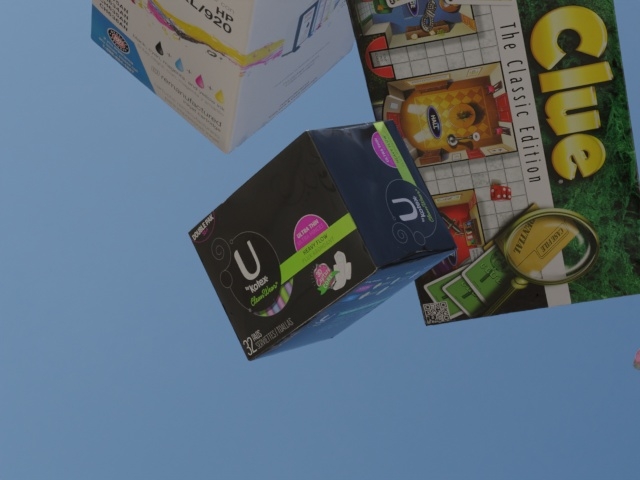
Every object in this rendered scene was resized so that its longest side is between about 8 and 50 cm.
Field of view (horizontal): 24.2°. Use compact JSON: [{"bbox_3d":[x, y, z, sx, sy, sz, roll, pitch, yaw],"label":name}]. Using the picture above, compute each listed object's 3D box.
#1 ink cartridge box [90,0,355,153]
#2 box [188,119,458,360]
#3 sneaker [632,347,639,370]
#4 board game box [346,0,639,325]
[{"bbox_3d":[-0.068,-0.225,1.198,0.171,0.168,0.232,41,-27,13],"label":"ink cartridge box"},{"bbox_3d":[0.000,0.000,0.590,0.083,0.052,0.062,-39,-108,41],"label":"box"},{"bbox_3d":[0.237,0.170,0.684,0.131,0.112,0.319,-19,-105,34],"label":"sneaker"},{"bbox_3d":[0.096,-0.073,0.801,0.136,0.030,0.259,-11,-59,9],"label":"board game box"}]
